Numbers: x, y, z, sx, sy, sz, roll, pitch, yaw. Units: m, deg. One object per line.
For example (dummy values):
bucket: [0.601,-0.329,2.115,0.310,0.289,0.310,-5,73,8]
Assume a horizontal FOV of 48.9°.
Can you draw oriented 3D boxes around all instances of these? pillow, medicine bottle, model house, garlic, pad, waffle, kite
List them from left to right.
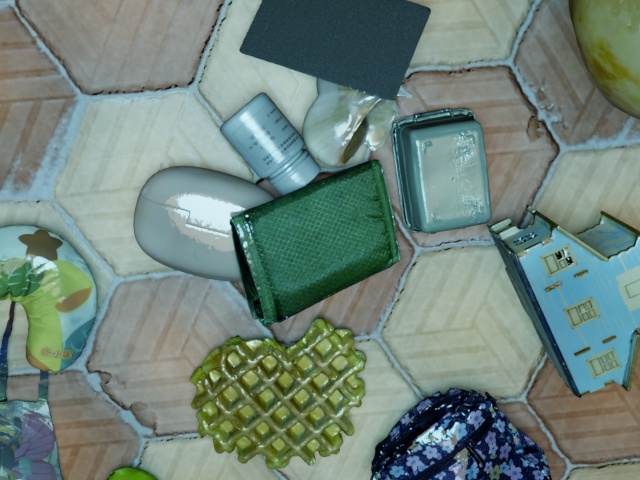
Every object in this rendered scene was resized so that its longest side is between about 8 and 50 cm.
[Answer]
kite: [-0.469,0.246,1.024,0.204,0.022,0.360,6,103,-5]
pillow: [-0.423,0.086,0.953,0.234,0.086,0.214,-6,102,-12]
medicine bottle: [-0.064,-0.125,0.939,0.080,0.080,0.130,-39,104,5]
waffle: [-0.063,0.219,1.031,0.253,0.056,0.248,16,101,-7]
pad: [0.019,-0.268,0.898,0.212,0.003,0.142,21,79,9]
garlic: [0.044,-0.178,0.920,0.124,0.099,0.174,27,83,-3]
model house: [0.379,0.052,0.960,0.207,0.178,0.271,-27,101,8]

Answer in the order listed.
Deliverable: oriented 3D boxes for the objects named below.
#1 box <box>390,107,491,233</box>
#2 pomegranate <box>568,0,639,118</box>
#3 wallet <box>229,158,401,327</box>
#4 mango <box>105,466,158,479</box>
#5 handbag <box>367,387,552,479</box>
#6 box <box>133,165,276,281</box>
box: [0.170,-0.089,0.958,0.124,0.093,0.172,-11,103,-1]
pomegranate: [0.488,-0.281,0.789,0.412,0.411,0.411,-1,103,-4]
wallet: [-0.001,-0.001,0.940,0.236,0.055,0.160,-25,117,-29]
mango: [-0.261,0.411,1.049,0.091,0.074,0.165,-36,103,2]
handbag: [0.198,0.334,1.039,0.229,0.127,0.208,-41,96,6]
box: [-0.150,-0.022,0.951,0.200,0.088,0.145,14,100,-9]
